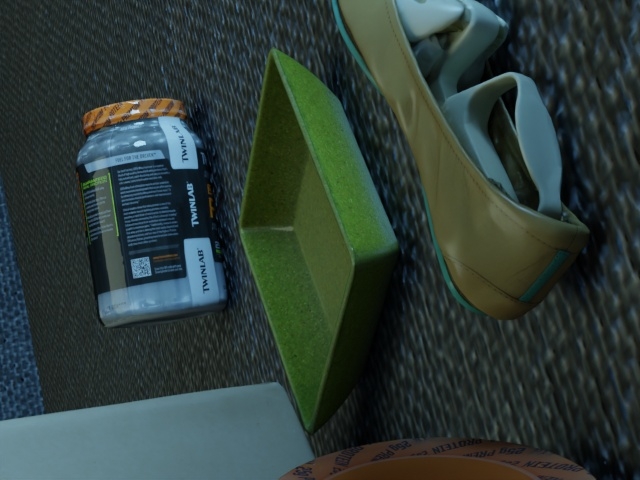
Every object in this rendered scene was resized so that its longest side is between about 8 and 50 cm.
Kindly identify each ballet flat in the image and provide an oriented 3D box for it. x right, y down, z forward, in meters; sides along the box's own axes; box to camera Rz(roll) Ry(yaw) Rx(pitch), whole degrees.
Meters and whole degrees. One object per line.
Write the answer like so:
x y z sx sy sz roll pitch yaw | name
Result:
0.072 -0.071 0.771 0.073 0.080 0.232 -43 53 35 | ballet flat

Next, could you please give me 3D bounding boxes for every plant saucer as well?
0.000 0.000 1.043 0.188 0.045 0.188 104 153 -49 | plant saucer

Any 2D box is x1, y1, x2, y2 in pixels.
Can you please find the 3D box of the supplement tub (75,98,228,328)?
-0.151 -0.023 1.400 0.117 0.117 0.190 155 107 -72 | supplement tub

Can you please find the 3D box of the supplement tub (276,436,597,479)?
0.057 0.262 0.720 0.193 0.194 0.316 -148 54 -68 | supplement tub

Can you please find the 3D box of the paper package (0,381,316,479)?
-0.111 0.274 0.958 0.168 0.310 0.324 -48 58 41 | paper package
